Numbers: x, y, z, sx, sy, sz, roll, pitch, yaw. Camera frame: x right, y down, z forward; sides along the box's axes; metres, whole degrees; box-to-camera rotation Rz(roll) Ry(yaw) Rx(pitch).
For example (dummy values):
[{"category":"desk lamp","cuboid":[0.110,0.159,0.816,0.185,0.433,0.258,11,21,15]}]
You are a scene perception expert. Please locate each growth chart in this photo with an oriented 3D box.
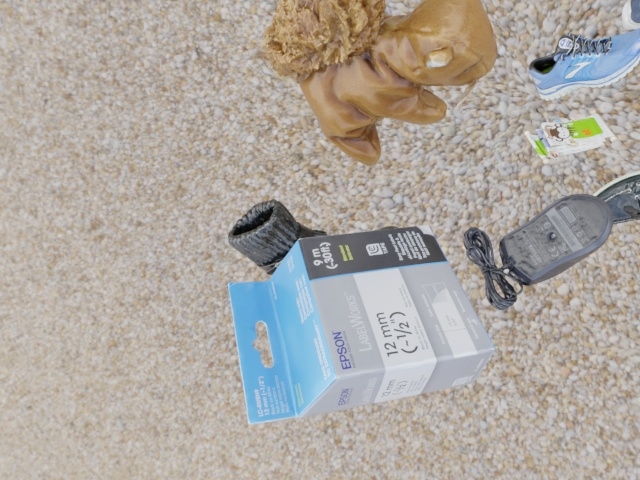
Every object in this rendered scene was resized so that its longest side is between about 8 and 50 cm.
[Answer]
[{"category":"growth chart","cuboid":[0.721,-0.307,1.420,0.237,0.172,0.021,-17,138,1]}]

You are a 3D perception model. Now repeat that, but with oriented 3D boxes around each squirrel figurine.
[{"category":"squirrel figurine","cuboid":[0.101,-0.351,0.878,0.396,0.370,0.281,28,80,-26]}]

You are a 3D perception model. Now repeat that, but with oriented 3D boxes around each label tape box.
[{"category":"label tape box","cuboid":[0.045,0.114,0.750,0.347,0.249,0.115,-5,139,-15]}]

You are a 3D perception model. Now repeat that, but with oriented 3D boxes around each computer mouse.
[{"category":"computer mouse","cuboid":[0.437,0.008,0.970,0.272,0.072,0.189,-32,58,26]}]

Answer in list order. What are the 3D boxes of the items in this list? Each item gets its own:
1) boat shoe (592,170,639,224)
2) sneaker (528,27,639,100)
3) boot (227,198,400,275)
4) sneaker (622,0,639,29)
[{"category":"boat shoe","cuboid":[0.860,-0.108,1.249,0.339,0.113,0.127,-20,122,25]},{"category":"sneaker","cuboid":[0.720,-0.498,1.340,0.147,0.130,0.330,37,157,-24]},{"category":"boot","cuboid":[-0.002,0.003,1.016,0.347,0.131,0.260,-27,117,27]},{"category":"sneaker","cuboid":[1.004,-0.751,1.410,0.130,0.236,0.323,42,78,3]}]
